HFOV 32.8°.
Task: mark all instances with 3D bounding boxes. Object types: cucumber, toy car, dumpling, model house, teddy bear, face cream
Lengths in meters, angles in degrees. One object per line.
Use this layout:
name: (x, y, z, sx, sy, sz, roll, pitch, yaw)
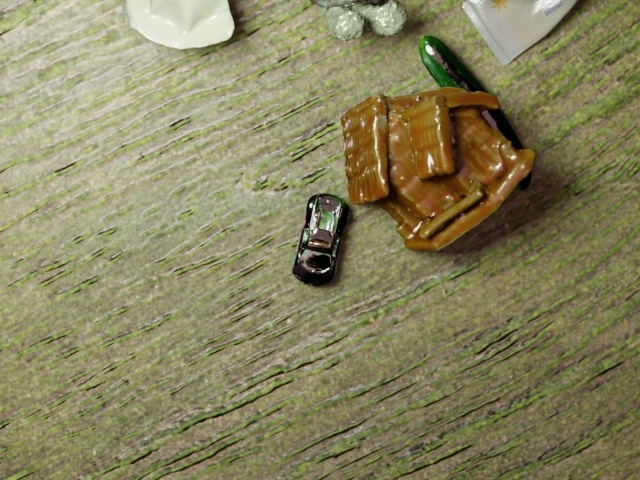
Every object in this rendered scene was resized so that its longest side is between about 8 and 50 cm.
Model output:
cucumber: (0.237, -0.192, 1.624, 0.056, 0.056, 0.284, -38, 103, 0)
toy car: (0.000, 0.000, 1.625, 0.069, 0.055, 0.142, 13, 94, -3)
dumpling: (-0.209, -0.359, 1.529, 0.151, 0.124, 0.229, -18, 66, 1)
model house: (0.146, -0.123, 1.560, 0.229, 0.199, 0.220, 39, 80, -12)
teddy bear: (0.038, -0.372, 1.569, 0.133, 0.111, 0.213, -6, 73, -32)
face cream: (0.332, -0.369, 1.612, 0.224, 0.070, 0.114, -36, 98, 9)
